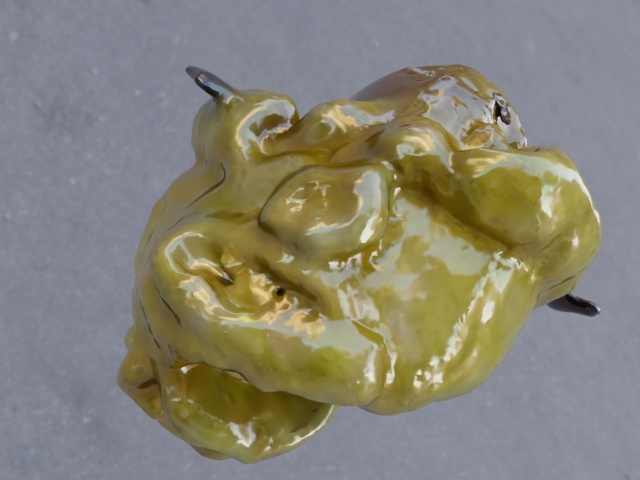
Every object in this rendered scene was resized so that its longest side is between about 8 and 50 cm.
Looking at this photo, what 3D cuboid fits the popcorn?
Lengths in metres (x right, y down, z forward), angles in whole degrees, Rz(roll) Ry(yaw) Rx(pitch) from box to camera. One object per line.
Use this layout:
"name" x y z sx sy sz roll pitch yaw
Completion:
"popcorn" 0.000 0.000 0.772 0.281 0.316 0.297 55 -6 -17
